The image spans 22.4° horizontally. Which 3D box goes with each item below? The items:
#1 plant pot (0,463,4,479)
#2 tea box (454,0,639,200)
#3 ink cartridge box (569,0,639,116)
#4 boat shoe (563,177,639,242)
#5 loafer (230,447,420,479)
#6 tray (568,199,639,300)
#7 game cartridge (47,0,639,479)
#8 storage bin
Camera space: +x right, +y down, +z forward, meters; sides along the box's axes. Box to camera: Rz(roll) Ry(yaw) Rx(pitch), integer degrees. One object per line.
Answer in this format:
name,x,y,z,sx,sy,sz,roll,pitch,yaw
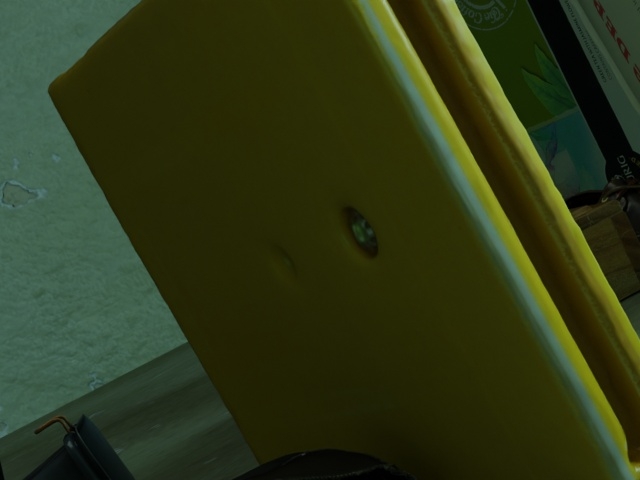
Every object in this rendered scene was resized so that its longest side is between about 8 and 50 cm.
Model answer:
plant pot,-0.328,0.207,1.223,0.187,0.167,0.188,-25,3,-5
tea box,0.273,-0.183,1.574,0.220,0.329,0.323,-27,1,-36
ink cartridge box,0.304,-0.223,1.138,0.160,0.279,0.385,-23,-22,-5
boat shoe,0.237,-0.012,1.255,0.073,0.073,0.207,-23,3,-16
loafer,-0.032,0.133,0.664,0.078,0.080,0.220,-25,2,38
tray,0.096,0.052,1.326,0.202,0.076,0.411,-26,1,-12
game cartridge,0.000,0.000,0.772,0.052,0.285,0.323,-31,5,-26
storage bin,-0.196,0.190,1.212,0.091,0.098,0.135,-36,3,-5
